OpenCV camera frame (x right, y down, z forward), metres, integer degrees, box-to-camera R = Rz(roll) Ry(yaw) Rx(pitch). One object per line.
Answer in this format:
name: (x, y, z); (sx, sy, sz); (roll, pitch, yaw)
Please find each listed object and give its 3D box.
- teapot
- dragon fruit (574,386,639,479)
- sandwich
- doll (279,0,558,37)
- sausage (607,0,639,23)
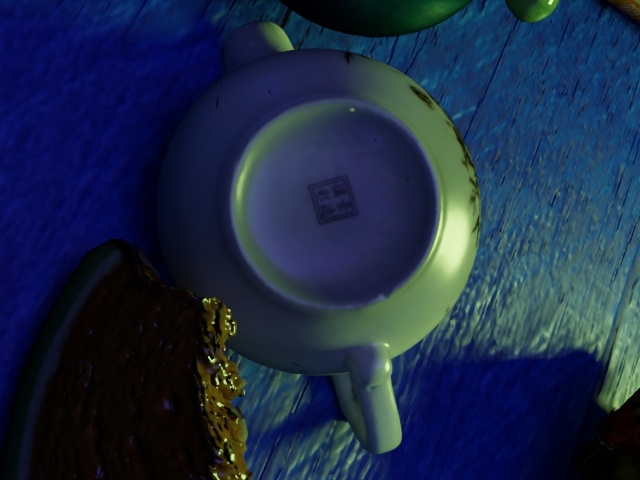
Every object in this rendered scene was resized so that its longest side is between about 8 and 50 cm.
teapot: (0.000, 0.000, 0.776); (0.208, 0.166, 0.299); (-15, 100, -20)
dragon fruit: (0.315, 0.223, 0.926); (0.227, 0.243, 0.307); (10, 114, -57)
sandwich: (-0.105, 0.109, 0.676); (0.079, 0.159, 0.235); (39, 33, -48)
doll: (0.064, -0.238, 0.832); (0.322, 0.186, 0.198); (-1, 48, -46)
sausage: (0.246, -0.253, 1.049); (0.348, 0.053, 0.053); (25, 68, -30)
